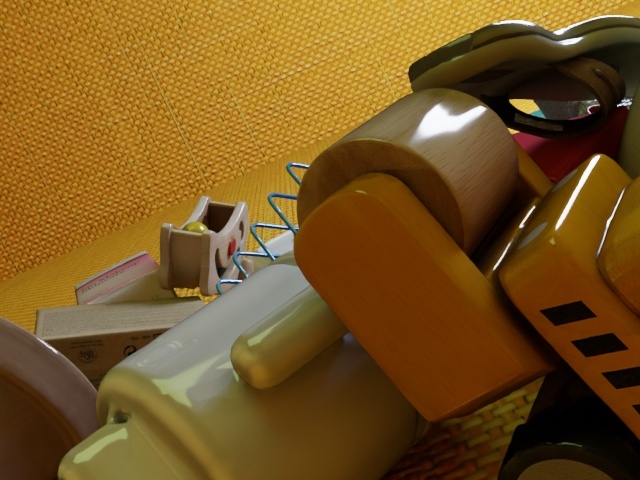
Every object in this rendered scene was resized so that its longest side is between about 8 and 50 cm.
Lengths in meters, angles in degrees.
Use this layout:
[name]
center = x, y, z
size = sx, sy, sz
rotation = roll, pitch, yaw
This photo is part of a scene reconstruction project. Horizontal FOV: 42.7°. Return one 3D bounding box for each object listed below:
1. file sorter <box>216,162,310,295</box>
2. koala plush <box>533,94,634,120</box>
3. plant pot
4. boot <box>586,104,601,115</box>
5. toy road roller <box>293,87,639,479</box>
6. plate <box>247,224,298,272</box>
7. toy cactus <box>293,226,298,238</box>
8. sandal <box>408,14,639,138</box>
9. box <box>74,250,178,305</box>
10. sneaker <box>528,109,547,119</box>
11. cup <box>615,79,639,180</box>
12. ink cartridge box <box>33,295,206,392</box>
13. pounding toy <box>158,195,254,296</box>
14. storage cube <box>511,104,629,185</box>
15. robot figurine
[file sorter]
center = -0.014, 0.018, 0.847
size = 0.118, 0.104, 0.170
rotation = 6, -54, -46
[koala plush]
center = 0.428, -0.163, 1.073
size = 0.221, 0.196, 0.203
rotation = -25, 25, -4
[plant pot]
center = -0.405, 0.235, 0.894
size = 0.263, 0.263, 0.229
rotation = -13, 35, 38
[boot]
center = 0.279, -0.054, 0.893
size = 0.244, 0.176, 0.088
rotation = -12, 19, 46
[toy road roller]
center = 0.172, 0.011, 0.518
size = 0.240, 0.329, 0.202
rotation = -43, 0, 36
[plate]
center = 0.000, 0.000, 1.453
size = 0.277, 0.045, 0.278
rotation = -27, 14, -14
[toy cactus]
center = 0.038, -0.043, 0.996
size = 0.180, 0.112, 0.219
rotation = -28, 20, 29
[sandal]
center = 0.197, -0.128, 0.705
size = 0.303, 0.086, 0.120
rotation = -12, -13, -37
[box]
center = -0.322, 0.115, 1.389
size = 0.149, 0.126, 0.232
rotation = -28, 14, -14
[sneaker]
center = 0.505, -0.290, 1.523
size = 0.302, 0.121, 0.108
rotation = -24, 13, 1
[cup]
center = 0.379, -0.084, 0.643
size = 0.331, 0.331, 0.237
rotation = -35, -7, -39
[ink cartridge box]
center = -0.265, 0.141, 1.113
size = 0.235, 0.088, 0.193
rotation = -5, 8, -16
[pounding toy]
center = -0.140, 0.012, 1.297
size = 0.155, 0.154, 0.269
rotation = 9, -1, 9
[storage cube]
center = 0.204, 0.001, 0.792
size = 0.215, 0.183, 0.193
rotation = -12, 18, 43
[robot figurine]
center = -0.034, 0.132, 0.664
size = 0.353, 0.200, 0.300
rotation = -34, -18, -36
